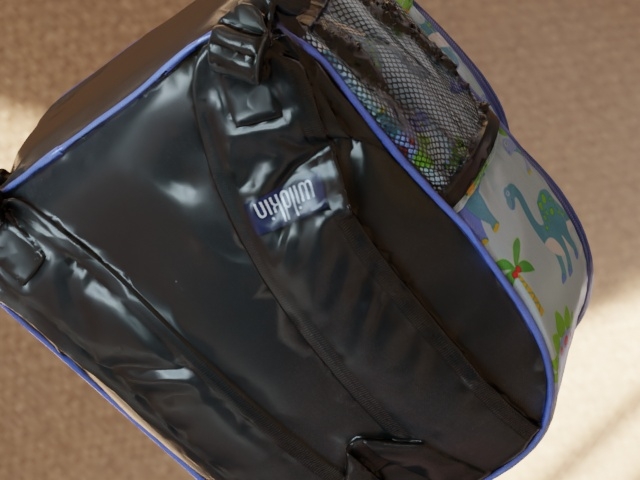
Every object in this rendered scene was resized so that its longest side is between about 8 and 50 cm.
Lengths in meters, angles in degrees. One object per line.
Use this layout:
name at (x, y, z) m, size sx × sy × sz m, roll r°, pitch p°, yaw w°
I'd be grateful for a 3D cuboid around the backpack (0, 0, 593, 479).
backpack at (0.000, 0.000, 0.416) m, size 0.105 × 0.084 × 0.114 m, roll -33°, pitch 106°, yaw 33°
